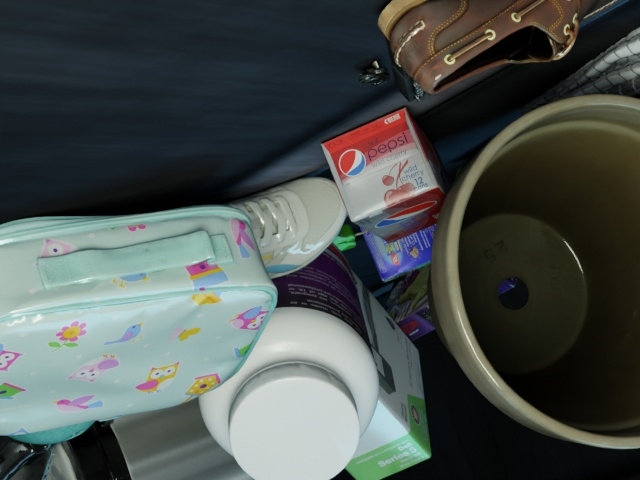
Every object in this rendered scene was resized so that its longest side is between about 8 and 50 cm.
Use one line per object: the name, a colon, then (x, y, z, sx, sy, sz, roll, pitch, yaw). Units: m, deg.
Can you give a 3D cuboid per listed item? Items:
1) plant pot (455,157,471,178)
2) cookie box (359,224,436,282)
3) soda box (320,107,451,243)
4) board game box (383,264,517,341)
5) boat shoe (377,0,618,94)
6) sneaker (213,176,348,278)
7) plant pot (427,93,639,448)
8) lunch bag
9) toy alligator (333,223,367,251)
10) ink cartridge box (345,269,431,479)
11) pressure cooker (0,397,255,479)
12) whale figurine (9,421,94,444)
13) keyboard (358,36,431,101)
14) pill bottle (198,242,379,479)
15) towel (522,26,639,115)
plant pot: (0.216, -0.085, 1.623, 0.083, 0.083, 0.079, -18, 158, -30)
cookie box: (0.113, -0.007, 1.765, 0.107, 0.091, 0.040, -22, 175, 1)
soda box: (0.077, -0.060, 1.361, 0.092, 0.083, 0.263, -23, 172, 8)
board game box: (0.191, 0.014, 1.842, 0.208, 0.056, 0.347, -62, -169, -27)
boat shoe: (0.142, -0.152, 0.951, 0.207, 0.073, 0.073, -22, 154, -22)
sneaker: (-0.075, -0.002, 1.327, 0.229, 0.087, 0.092, -23, 170, -10)
plant pot: (0.239, 0.043, 1.349, 0.323, 0.323, 0.280, -20, 177, -14)
lunch bag: (-0.182, 0.062, 1.173, 0.279, 0.108, 0.224, -8, 147, -26)
toy alligator: (0.000, 0.000, 1.669, 0.190, 0.056, 0.051, -23, 131, 2)
ink cartridge box: (0.026, 0.156, 1.773, 0.115, 0.198, 0.273, -26, 128, 19)
pressure cooker: (-0.305, 0.321, 1.815, 0.375, 0.369, 0.420, -7, -176, 44)
whale figurine: (-0.259, 0.134, 1.512, 0.272, 0.141, 0.216, -25, 171, 13)
keyboard: (0.082, -0.141, 1.069, 0.108, 0.023, 0.180, -23, 171, 3)
pill bottle: (-0.038, 0.117, 1.414, 0.181, 0.181, 0.323, -23, -157, 5)
towel: (0.378, -0.156, 1.411, 0.235, 0.121, 0.284, -15, 169, -36)
